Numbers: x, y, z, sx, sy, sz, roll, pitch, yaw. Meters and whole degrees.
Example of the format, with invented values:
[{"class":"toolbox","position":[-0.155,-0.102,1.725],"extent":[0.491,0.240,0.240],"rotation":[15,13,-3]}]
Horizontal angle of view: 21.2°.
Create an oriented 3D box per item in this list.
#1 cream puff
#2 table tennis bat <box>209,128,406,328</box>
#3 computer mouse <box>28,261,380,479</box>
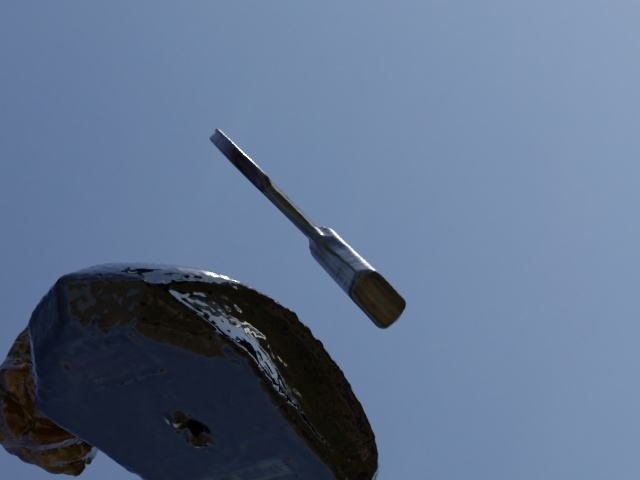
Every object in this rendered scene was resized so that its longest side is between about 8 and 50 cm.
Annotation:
[{"class":"cream puff","position":[-0.167,0.101,1.141],"extent":[0.122,0.094,0.116],"rotation":[-67,2,-58]},{"class":"table tennis bat","position":[0.000,0.000,1.005],"extent":[0.021,0.274,0.154],"rotation":[-45,-72,0]},{"class":"computer mouse","position":[-0.040,0.057,0.647],"extent":[0.172,0.099,0.057],"rotation":[47,-143,-35]}]
